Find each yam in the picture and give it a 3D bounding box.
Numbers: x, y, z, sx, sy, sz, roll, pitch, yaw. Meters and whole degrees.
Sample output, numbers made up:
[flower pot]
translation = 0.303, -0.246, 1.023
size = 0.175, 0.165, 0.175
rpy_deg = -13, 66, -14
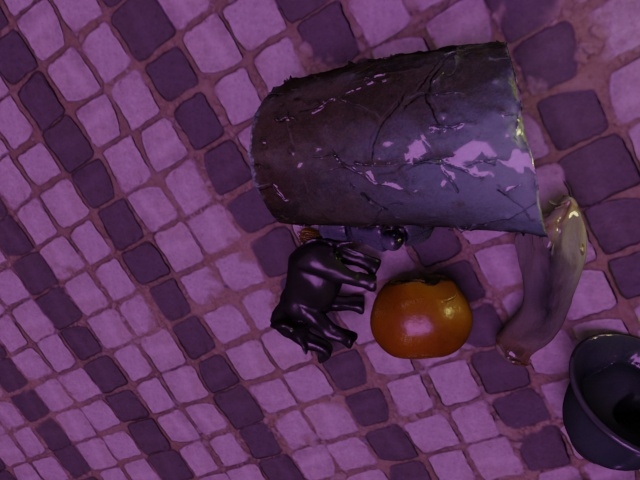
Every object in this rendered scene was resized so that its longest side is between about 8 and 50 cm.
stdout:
[yam]
translation = 0.103, -0.119, 0.749
size = 0.348, 0.241, 0.241
rpy_deg = 0, 112, 21

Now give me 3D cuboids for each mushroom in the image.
[mushroom]
translation = 0.316, 0.066, 0.844
size = 0.096, 0.099, 0.278
rpy_deg = 12, 118, 19

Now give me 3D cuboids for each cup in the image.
[cup]
translation = 0.431, 0.257, 0.856
size = 0.199, 0.199, 0.150
rpy_deg = 19, 134, 9

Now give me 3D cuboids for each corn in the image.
[corn]
translation = 0.000, 0.000, 0.951
size = 0.083, 0.027, 0.028
rpy_deg = 17, 133, 8

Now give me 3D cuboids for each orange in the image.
[orange]
translation = 0.150, 0.112, 0.890
size = 0.154, 0.154, 0.134
rpy_deg = -17, 64, 23

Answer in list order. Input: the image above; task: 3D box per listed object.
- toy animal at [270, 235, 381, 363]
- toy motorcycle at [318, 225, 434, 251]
[toy animal]
translation = 0.002, 0.094, 0.950
size = 0.146, 0.114, 0.245
rpy_deg = 16, 111, 0
[toy motorcycle]
translation = 0.093, -0.026, 0.855
size = 0.193, 0.124, 0.061
rpy_deg = -1, 125, 15
